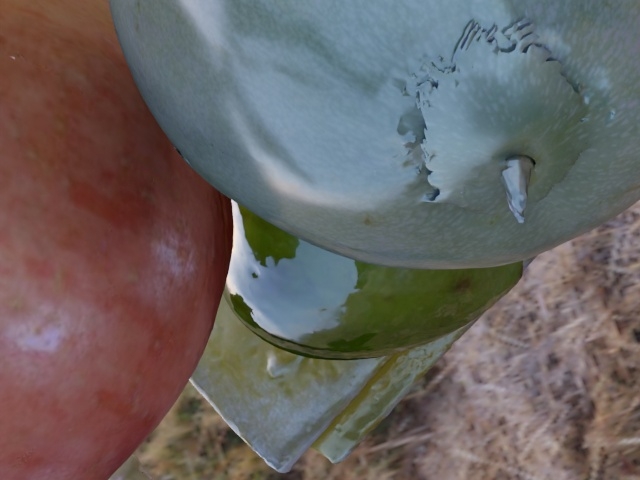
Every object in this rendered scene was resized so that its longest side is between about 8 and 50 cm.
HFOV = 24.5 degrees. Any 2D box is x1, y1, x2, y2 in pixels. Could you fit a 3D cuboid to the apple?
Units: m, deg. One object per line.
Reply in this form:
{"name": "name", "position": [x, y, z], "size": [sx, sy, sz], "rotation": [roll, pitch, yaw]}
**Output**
{"name": "apple", "position": [-0.245, -0.009, 0.764], "size": [0.364, 0.364, 0.364], "rotation": [10, 104, 42]}

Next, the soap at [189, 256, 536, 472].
{"name": "soap", "position": [0.000, 0.000, 1.166], "size": [0.259, 0.143, 0.281], "rotation": [46, 112, 20]}

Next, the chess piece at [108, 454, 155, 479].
{"name": "chess piece", "position": [-0.053, 0.246, 1.066], "size": [0.397, 0.117, 0.117], "rotation": [26, 119, 5]}

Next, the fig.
{"name": "fig", "position": [0.032, -0.023, 0.968], "size": [0.203, 0.225, 0.203], "rotation": [-171, 90, -78]}

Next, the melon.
{"name": "melon", "position": [0.040, -0.123, 0.628], "size": [0.268, 0.268, 0.330], "rotation": [-63, 31, 31]}
